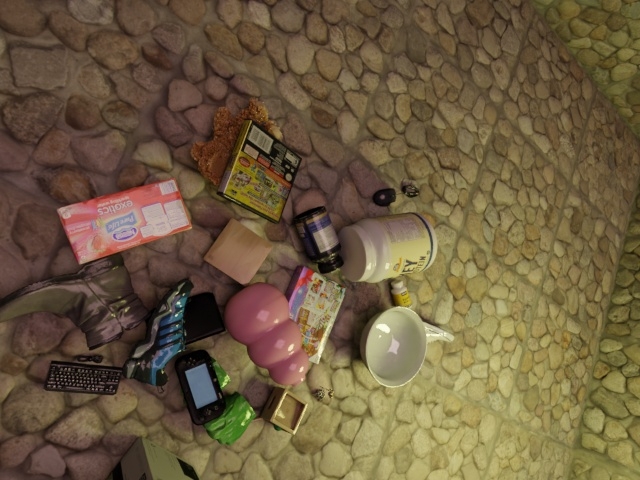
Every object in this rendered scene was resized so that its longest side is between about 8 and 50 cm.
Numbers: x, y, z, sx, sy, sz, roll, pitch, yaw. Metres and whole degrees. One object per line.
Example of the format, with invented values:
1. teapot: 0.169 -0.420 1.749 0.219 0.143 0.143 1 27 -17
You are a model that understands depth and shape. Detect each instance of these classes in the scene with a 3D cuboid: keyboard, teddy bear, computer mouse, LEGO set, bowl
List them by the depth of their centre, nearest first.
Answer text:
1. keyboard: -0.647 0.368 1.146 0.180 0.023 0.108 17 81 -29
2. teddy bear: -0.264 -0.311 1.336 0.245 0.113 0.338 42 68 -41
3. LEGO set: 0.015 0.563 1.519 0.083 0.023 0.054 -9 94 -29
4. bowl: 0.255 0.395 1.597 0.297 0.134 0.299 0 89 -30
5. computer mouse: 0.318 -0.186 1.696 0.241 0.041 0.071 -15 96 -30

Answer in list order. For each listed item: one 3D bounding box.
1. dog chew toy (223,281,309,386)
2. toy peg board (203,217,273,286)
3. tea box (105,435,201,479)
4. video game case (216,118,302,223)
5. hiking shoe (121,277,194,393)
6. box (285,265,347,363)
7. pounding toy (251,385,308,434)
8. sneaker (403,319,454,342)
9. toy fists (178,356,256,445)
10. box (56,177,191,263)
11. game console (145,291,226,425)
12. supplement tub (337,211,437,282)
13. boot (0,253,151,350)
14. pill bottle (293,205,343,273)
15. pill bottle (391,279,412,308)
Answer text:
1. dog chew toy: -0.154 0.298 1.289 0.206 0.206 0.332 -29 82 -27
2. toy peg board: -0.268 0.044 1.349 0.160 0.079 0.161 34 72 -8
3. tea box: -0.467 0.757 1.066 0.220 0.328 0.324 43 69 -22
4. video game case: -0.186 -0.212 1.338 0.274 0.035 0.249 28 79 -53
5. hiking shoe: -0.424 0.257 1.169 0.132 0.113 0.304 30 71 -15
6. box: -0.046 0.262 1.470 0.200 0.057 0.294 29 76 -26
7. pounding toy: -0.143 0.580 1.400 0.130 0.100 0.141 41 60 -23
8. sneaker: 0.444 0.391 1.740 0.257 0.094 0.092 23 90 -20
9. toy fists: -0.329 0.502 1.287 0.142 0.096 0.279 -40 107 -35
10. box: -0.534 -0.055 1.148 0.299 0.142 0.154 -23 100 -28
11. game console: -0.366 0.346 1.229 0.213 0.044 0.362 -17 77 -26
12. supplement tub: 0.241 0.026 1.537 0.324 0.235 0.236 -9 94 -29
13. boot: -0.641 0.193 1.085 0.337 0.118 0.223 -24 95 -24
14. pill bottle: 0.000 0.000 1.464 0.122 0.122 0.220 -28 103 -27
15. pill bottle: 0.323 0.221 1.678 0.065 0.065 0.117 -25 101 -28
